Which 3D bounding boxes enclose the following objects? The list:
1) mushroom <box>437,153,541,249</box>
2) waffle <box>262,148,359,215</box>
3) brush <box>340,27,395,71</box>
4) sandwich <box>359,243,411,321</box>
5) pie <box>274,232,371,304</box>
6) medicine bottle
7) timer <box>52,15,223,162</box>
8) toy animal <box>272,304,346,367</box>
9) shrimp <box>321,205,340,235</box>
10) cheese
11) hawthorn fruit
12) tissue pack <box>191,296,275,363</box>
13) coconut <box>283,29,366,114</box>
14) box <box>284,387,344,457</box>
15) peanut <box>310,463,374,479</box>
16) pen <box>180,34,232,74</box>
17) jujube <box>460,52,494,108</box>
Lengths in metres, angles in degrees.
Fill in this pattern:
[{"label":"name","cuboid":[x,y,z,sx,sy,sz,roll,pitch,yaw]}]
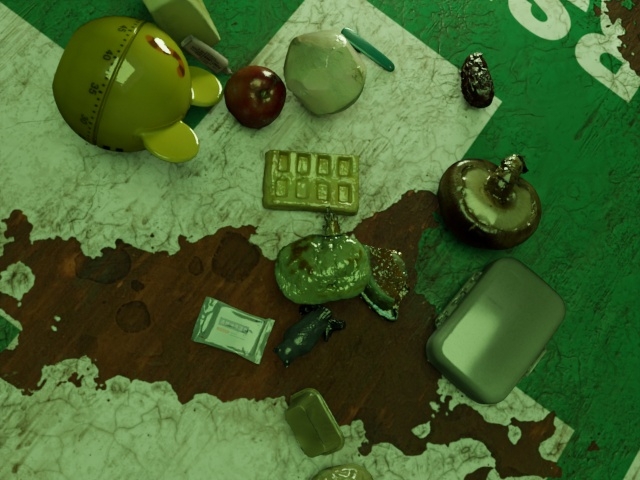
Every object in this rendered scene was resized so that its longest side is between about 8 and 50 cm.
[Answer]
[{"label":"mushroom","cuboid":[0.469,-0.109,1.865,0.297,0.163,0.278,32,84,-1]},{"label":"waffle","cuboid":[-0.022,-0.161,1.849,0.274,0.057,0.167,4,78,-8]},{"label":"brush","cuboid":[0.137,-0.557,1.976,0.193,0.032,0.043,34,70,-13]},{"label":"sandwich","cuboid":[0.165,0.107,1.810,0.159,0.079,0.235,-12,80,-11]},{"label":"pie","cuboid":[0.002,0.061,1.733,0.248,0.090,0.201,-10,63,-3]},{"label":"medicine bottle","cuboid":[0.475,0.240,1.806,0.282,0.123,0.375,42,75,0]},{"label":"timer","cuboid":[-0.458,-0.369,1.693,0.387,0.376,0.376,23,75,-14]},{"label":"toy animal","cuboid":[-0.026,0.238,1.698,0.121,0.117,0.210,46,42,-3]},{"label":"shrimp","cuboid":[0.000,0.000,1.820,0.124,0.034,0.178,-11,99,3]},{"label":"cheese","cuboid":[-0.397,-0.654,1.771,0.124,0.242,0.265,-30,70,12]},{"label":"hawthorn fruit","cuboid":[-0.172,-0.394,1.817,0.173,0.173,0.172,2,78,-8]},{"label":"tissue pack","cuboid":[-0.229,0.234,1.749,0.193,0.026,0.122,20,75,-4]},{"label":"coconut","cuboid":[0.003,-0.463,1.822,0.224,0.234,0.224,-14,56,23]},{"label":"box","cuboid":[-0.017,0.465,1.697,0.111,0.111,0.177,-28,84,-13]},{"label":"peanut","cuboid":[0.115,0.641,1.671,0.298,0.120,0.136,21,81,-6]},{"label":"pen","cuboid":[-0.301,-0.495,1.824,0.053,0.197,0.032,-33,63,20]},{"label":"jujube","cuboid":[0.458,-0.466,1.972,0.104,0.104,0.165,-3,68,-9]}]
